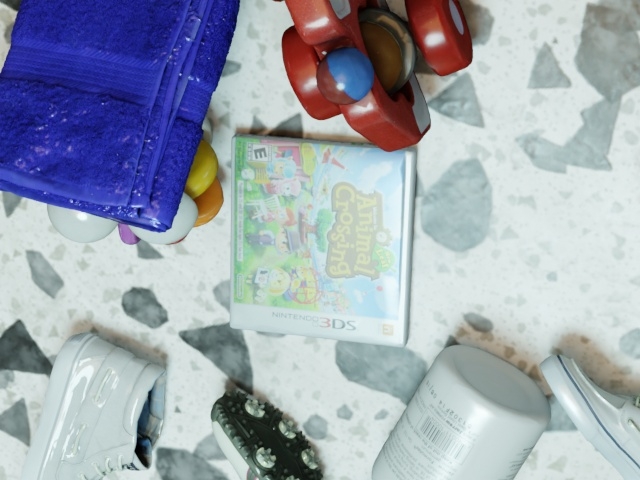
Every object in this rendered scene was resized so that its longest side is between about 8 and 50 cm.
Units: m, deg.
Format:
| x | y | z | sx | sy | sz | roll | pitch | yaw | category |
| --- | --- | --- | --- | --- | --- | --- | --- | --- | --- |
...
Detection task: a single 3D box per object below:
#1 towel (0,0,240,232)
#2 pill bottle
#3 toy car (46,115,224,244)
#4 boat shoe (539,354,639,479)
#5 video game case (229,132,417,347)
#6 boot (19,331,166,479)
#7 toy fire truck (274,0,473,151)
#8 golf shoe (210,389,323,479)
| x | y | z | sx | sy | sz | roll | pitch | yaw | category |
| --- | --- | --- | --- | --- | --- | --- | --- | --- | --- |
| -0.208 | -0.177 | 1.537 | 0.228 | 0.076 | 0.308 | 14 | 77 | 14 | towel |
| 0.127 | 0.233 | 1.612 | 0.131 | 0.131 | 0.229 | 31 | 111 | 5 | pill bottle |
| -0.187 | -0.053 | 1.624 | 0.182 | 0.159 | 0.136 | 1 | 144 | 11 | toy car |
| 0.312 | 0.189 | 1.587 | 0.076 | 0.083 | 0.226 | -38 | 105 | 9 | boat shoe |
| 0.000 | 0.000 | 1.637 | 0.193 | 0.023 | 0.212 | 6 | 107 | 13 | video game case |
| -0.248 | 0.237 | 1.731 | 0.123 | 0.095 | 0.258 | 20 | 109 | 16 | boot |
| 0.016 | -0.221 | 1.447 | 0.169 | 0.254 | 0.302 | -18 | 100 | 19 | toy fire truck |
| -0.042 | 0.288 | 1.691 | 0.120 | 0.105 | 0.273 | -38 | 93 | 28 | golf shoe |
